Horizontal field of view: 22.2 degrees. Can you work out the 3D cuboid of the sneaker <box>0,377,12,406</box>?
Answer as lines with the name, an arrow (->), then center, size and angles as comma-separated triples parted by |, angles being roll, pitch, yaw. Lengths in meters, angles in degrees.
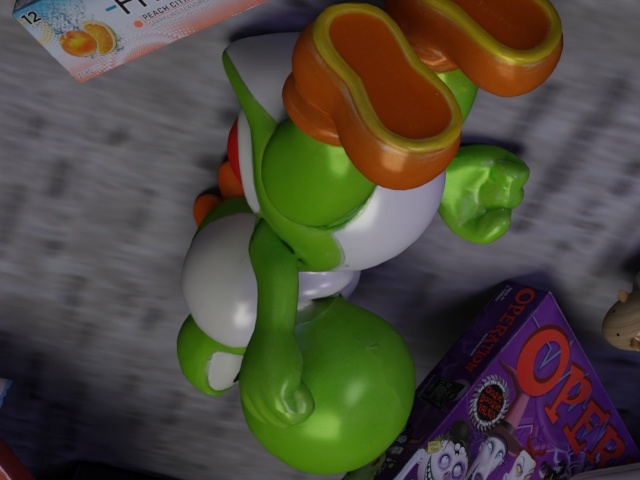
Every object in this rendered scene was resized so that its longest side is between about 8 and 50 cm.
sneaker -> -0.319, 0.156, 1.250 | 0.092, 0.087, 0.229 | 30, 129, -14

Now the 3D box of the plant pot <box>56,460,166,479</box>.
plant pot -> -0.177, 0.290, 1.326 | 0.167, 0.188, 0.187 | 37, 132, -14

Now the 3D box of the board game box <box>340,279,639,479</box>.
board game box -> 0.154, 0.221, 1.148 | 0.056, 0.208, 0.347 | 10, 143, 47

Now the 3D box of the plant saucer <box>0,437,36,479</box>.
plant saucer -> -0.248, 0.264, 1.204 | 0.259, 0.048, 0.258 | -29, 103, 35

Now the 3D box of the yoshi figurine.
yoshi figurine -> 0.024, 0.015, 0.960 | 0.203, 0.203, 0.362 | 10, 143, -17

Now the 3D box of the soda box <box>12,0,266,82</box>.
soda box -> -0.073, -0.152, 0.868 | 0.183, 0.058, 0.063 | -20, 134, 25

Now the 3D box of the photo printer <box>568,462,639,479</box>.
photo printer -> 0.285, 0.272, 1.159 | 0.307, 0.107, 0.256 | -1, 107, -39

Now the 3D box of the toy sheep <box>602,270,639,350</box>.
toy sheep -> 0.248, 0.046, 1.057 | 0.132, 0.091, 0.091 | -13, 139, 0
